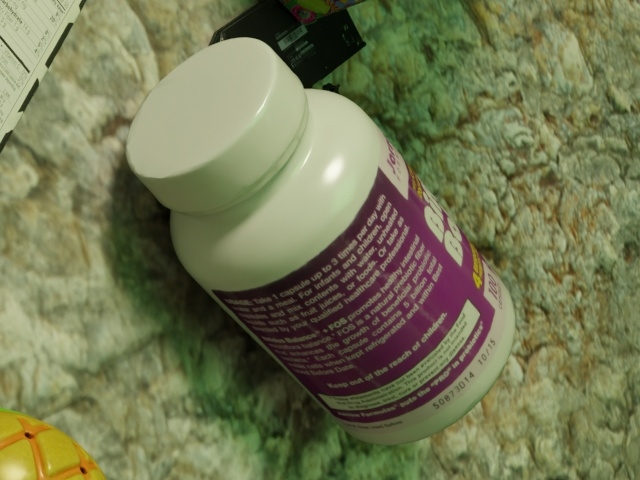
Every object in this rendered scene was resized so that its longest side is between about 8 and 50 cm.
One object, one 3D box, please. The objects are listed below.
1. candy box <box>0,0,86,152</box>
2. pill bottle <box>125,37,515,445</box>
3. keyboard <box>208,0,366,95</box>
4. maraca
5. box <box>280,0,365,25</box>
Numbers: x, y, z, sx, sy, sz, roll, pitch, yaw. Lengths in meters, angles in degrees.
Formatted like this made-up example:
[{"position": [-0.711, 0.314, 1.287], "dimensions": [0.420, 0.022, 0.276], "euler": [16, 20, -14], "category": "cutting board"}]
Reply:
[{"position": [-0.235, -0.085, 1.030], "dimensions": [0.071, 0.159, 0.233], "euler": [54, 41, -32], "category": "candy box"}, {"position": [0.000, 0.000, 1.326], "dimensions": [0.301, 0.169, 0.169], "euler": [48, 45, -37], "category": "pill bottle"}, {"position": [-0.021, -0.142, 1.470], "dimensions": [0.180, 0.023, 0.108], "euler": [-42, 108, -50], "category": "keyboard"}, {"position": [-0.196, 0.148, 1.075], "dimensions": [0.185, 0.099, 0.127], "euler": [34, 46, -12], "category": "maraca"}, {"position": [0.071, -0.358, 1.416], "dimensions": [0.177, 0.290, 0.279], "euler": [42, 46, -33], "category": "box"}]
